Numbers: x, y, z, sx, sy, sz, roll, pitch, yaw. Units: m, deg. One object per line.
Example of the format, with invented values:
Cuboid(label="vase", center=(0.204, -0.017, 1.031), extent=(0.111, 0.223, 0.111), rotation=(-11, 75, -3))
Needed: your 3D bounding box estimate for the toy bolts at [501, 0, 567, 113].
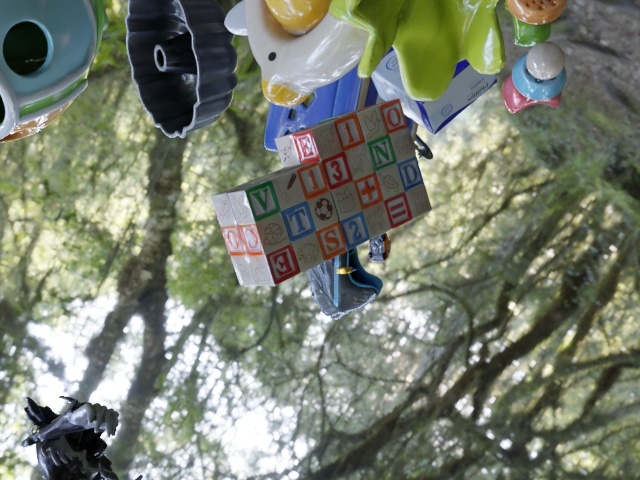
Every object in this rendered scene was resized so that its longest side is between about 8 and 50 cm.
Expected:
Cuboid(label="toy bolts", center=(0.319, -0.332, 1.360), extent=(0.158, 0.218, 0.229), rotation=(76, 179, -76))

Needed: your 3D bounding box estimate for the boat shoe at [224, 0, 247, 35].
Cuboid(label="boat shoe", center=(-0.043, -0.305, 1.131), extent=(0.063, 0.184, 0.066), rotation=(49, -140, -50))

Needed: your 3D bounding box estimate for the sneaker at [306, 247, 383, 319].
Cuboid(label="sneaker", center=(0.000, 0.000, 1.712), extent=(0.341, 0.139, 0.125), rotation=(54, -144, -15))

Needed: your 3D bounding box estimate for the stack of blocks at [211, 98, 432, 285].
Cuboid(label="stack of blocks", center=(0.003, -0.071, 1.131), extent=(0.297, 0.171, 0.087), rotation=(-25, -167, -35))

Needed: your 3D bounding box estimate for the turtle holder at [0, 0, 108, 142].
Cuboid(label="turtle holder", center=(-0.352, -0.241, 0.820), extent=(0.243, 0.320, 0.228), rotation=(3, -133, -5))

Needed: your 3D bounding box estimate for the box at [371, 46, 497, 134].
Cuboid(label="box", center=(0.160, -0.242, 1.192), extent=(0.137, 0.126, 0.072), rotation=(44, 172, 41))

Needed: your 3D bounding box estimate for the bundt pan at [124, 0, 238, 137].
Cuboid(label="bundt pan", center=(-0.276, -0.382, 1.692), extent=(0.124, 0.331, 0.331), rotation=(-17, -137, -33))

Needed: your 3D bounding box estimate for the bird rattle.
Cuboid(label="bird rattle", center=(0.009, -0.204, 0.552), extent=(0.143, 0.207, 0.254), rotation=(2, -115, -43))

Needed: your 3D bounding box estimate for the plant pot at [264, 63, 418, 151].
Cuboid(label="plant pot", center=(0.060, -0.258, 1.565), extent=(0.235, 0.236, 0.212), rotation=(3, -168, -41))

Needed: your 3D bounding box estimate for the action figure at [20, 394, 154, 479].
Cuboid(label="action figure", center=(-0.252, 0.259, 0.888), extent=(0.164, 0.140, 0.276), rotation=(59, -168, -31))

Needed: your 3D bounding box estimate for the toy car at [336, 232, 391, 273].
Cuboid(label="toy car", center=(0.079, 0.019, 1.476), extent=(0.040, 0.122, 0.060), rotation=(-10, -98, -51))

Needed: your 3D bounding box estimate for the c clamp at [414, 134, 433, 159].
Cuboid(label="c clamp", center=(0.184, -0.228, 1.777), extent=(0.160, 0.022, 0.137), rotation=(45, -160, -5))
